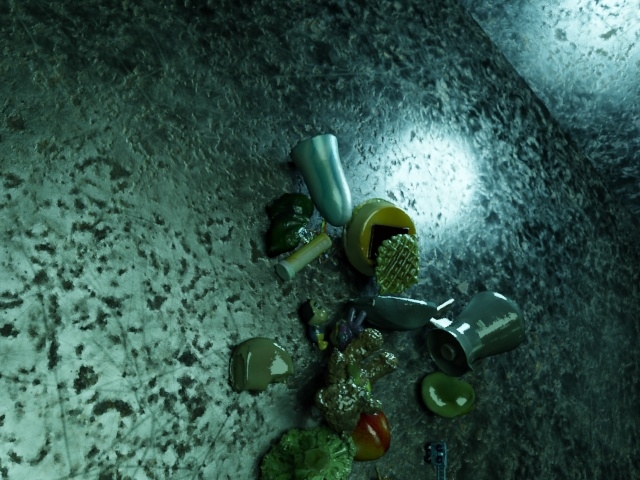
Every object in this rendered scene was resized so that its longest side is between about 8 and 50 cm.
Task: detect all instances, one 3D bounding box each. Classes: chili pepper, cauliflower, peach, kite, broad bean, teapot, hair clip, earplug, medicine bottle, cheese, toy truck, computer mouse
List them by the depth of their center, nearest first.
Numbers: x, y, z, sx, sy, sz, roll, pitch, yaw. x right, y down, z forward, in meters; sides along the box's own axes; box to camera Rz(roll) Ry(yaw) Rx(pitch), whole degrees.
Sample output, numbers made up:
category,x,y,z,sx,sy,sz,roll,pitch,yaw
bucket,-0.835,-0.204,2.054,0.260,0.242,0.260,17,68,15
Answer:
category,x,y,z,sx,sy,sz,roll,pitch,yaw
cauliflower,-0.038,0.664,1.523,0.272,0.250,0.275,12,59,-1
cheese,-0.176,0.392,1.642,0.202,0.091,0.175,10,70,-27
peach,0.128,0.605,1.691,0.197,0.197,0.197,10,68,-27
hair clip,0.086,0.365,1.759,0.090,0.137,0.278,16,84,-41
chili pepper,-0.112,-0.079,1.819,0.116,0.148,0.265,48,47,-32
medicine bottle,-0.056,0.053,1.834,0.218,0.074,0.074,-38,94,-32
toy truck,0.419,0.791,1.870,0.074,0.063,0.136,25,64,-43
computer mouse,0.256,0.263,1.885,0.370,0.188,0.122,12,75,-27
earplug,0.027,-0.201,1.890,0.185,0.185,0.324,-11,73,-33
kite,0.000,0.000,1.928,0.241,0.014,0.183,18,64,-22
broad bean,0.472,0.581,1.956,0.228,0.100,0.169,27,53,-6
teapot,0.582,0.344,2.021,0.344,0.253,0.300,-21,46,-32

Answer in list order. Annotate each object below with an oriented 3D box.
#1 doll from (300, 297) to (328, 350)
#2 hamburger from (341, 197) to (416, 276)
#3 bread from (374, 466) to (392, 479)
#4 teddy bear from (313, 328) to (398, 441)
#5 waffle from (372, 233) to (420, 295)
category,x,y,z,sx,sy,sz,roll,pitch,yaw
doll,-0.010,0.280,1.783,0.089,0.102,0.179,-23,86,5
hamburger,0.217,-0.011,1.947,0.300,0.176,0.300,-2,94,-29
bread,0.233,0.909,1.704,0.124,0.084,0.344,-6,75,-54
teddy bear,0.116,0.429,1.600,0.296,0.222,0.246,-36,104,-7
waffle,0.275,0.084,1.856,0.207,0.054,0.214,-12,102,-26
